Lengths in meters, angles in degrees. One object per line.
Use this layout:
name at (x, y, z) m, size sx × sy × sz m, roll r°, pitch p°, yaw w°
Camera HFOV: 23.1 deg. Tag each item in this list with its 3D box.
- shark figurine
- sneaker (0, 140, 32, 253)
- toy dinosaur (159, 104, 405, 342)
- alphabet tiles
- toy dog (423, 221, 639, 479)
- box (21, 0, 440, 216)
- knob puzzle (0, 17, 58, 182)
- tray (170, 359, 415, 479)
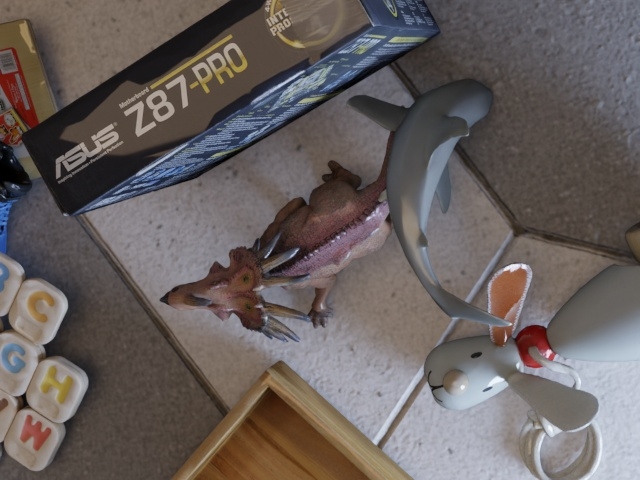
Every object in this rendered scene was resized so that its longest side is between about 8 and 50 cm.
shark figurine at (0.115, -0.058, 1.501) m, size 0.116 × 0.166 × 0.278 m, roll -27°, pitch 52°, yaw 50°
sneaker at (-0.354, -0.037, 1.711) m, size 0.085 × 0.058 × 0.152 m, roll -4°, pitch 102°, yaw 26°
toy dinosaur at (0.000, 0.000, 1.570) m, size 0.296 × 0.200 × 0.127 m, roll -43°, pitch 85°, yaw 13°
alphabet tiles at (-0.398, 0.132, 1.738) m, size 0.284 × 0.021 × 0.278 m, roll 32°, pitch 114°, yaw 8°
toy dog at (0.264, 0.096, 1.538) m, size 0.334 × 0.161 × 0.220 m, roll -45°, pitch 84°, yaw 13°
box at (-0.065, -0.151, 1.470) m, size 0.318 × 0.395 × 0.097 m, roll -28°, pitch 90°, yaw 15°
knob puzzle at (-0.377, -0.144, 1.727) m, size 0.213 × 0.030 × 0.213 m, roll 5°, pitch 112°, yaw 14°
tray at (0.040, 0.340, 1.660) m, size 0.411 × 0.076 × 0.203 m, roll 42°, pitch 103°, yaw 7°
